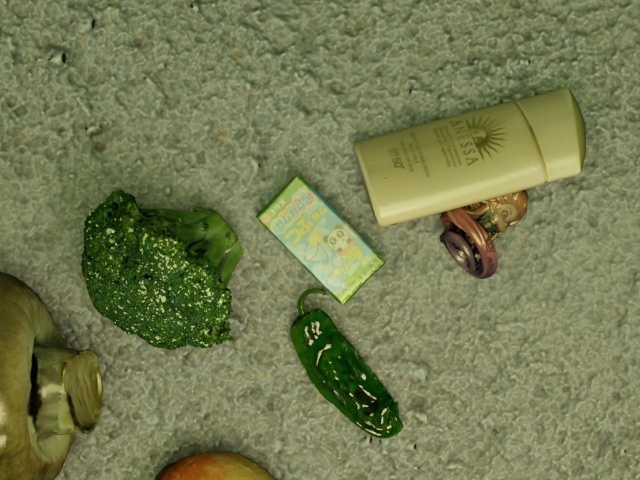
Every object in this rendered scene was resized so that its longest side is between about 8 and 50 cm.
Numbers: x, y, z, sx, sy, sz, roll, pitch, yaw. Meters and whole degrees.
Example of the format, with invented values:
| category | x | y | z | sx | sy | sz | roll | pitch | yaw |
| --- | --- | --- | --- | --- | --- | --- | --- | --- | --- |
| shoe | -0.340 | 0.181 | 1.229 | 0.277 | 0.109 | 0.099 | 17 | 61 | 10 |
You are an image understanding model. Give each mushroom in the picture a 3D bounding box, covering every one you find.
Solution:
| category | x | y | z | sx | sy | sz | roll | pitch | yaw |
| --- | --- | --- | --- | --- | --- | --- | --- | --- | --- |
| mushroom | -0.455 | 0.217 | 1.781 | 0.260 | 0.352 | 0.352 | -3 | 92 | 6 |

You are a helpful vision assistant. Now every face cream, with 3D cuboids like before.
| category | x | y | z | sx | sy | sz | roll | pitch | yaw |
| --- | --- | --- | --- | --- | --- | --- | --- | --- | --- |
| face cream | 0.233 | -0.127 | 1.881 | 0.348 | 0.081 | 0.173 | -14 | 48 | 0 |

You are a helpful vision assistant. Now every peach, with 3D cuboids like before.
| category | x | y | z | sx | sy | sz | roll | pitch | yaw |
| --- | --- | --- | --- | --- | --- | --- | --- | --- | --- |
| peach | -0.163 | 0.415 | 1.875 | 0.232 | 0.232 | 0.232 | 0 | 91 | -1 |

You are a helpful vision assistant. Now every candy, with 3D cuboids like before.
| category | x | y | z | sx | sy | sz | roll | pitch | yaw |
| --- | --- | --- | --- | --- | --- | --- | --- | --- | --- |
| candy | 0.000 | 0.000 | 1.919 | 0.097 | 0.062 | 0.194 | -45 | 91 | 1 |

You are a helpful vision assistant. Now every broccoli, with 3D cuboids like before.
| category | x | y | z | sx | sy | sz | roll | pitch | yaw |
| --- | --- | --- | --- | --- | --- | --- | --- | --- | --- |
| broccoli | -0.231 | 0.040 | 1.852 | 0.241 | 0.261 | 0.269 | -35 | 51 | -22 |

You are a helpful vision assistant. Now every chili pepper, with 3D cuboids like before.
| category | x | y | z | sx | sy | sz | roll | pitch | yaw |
| --- | --- | --- | --- | --- | --- | --- | --- | --- | --- |
| chili pepper | 0.033 | 0.197 | 1.922 | 0.100 | 0.074 | 0.257 | -37 | 97 | 5 |

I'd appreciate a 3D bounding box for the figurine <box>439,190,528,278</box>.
| category | x | y | z | sx | sy | sz | roll | pitch | yaw |
| --- | --- | --- | --- | --- | --- | --- | --- | --- | --- |
| figurine | 0.245 | -0.030 | 1.907 | 0.114 | 0.126 | 0.157 | 11 | 61 | 38 |
